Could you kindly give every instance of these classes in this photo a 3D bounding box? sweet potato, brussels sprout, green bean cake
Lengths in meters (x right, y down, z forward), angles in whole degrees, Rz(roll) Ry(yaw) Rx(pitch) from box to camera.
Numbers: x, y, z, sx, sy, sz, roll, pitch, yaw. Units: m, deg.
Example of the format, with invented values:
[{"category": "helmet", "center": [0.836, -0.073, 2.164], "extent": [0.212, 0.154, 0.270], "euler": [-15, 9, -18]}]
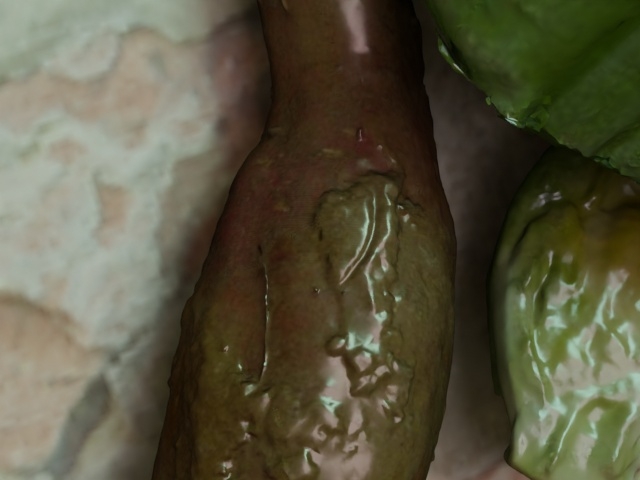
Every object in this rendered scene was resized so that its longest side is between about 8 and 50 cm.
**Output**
[{"category": "sweet potato", "center": [0.000, 0.000, 0.651], "extent": [0.109, 0.109, 0.385], "euler": [9, 86, -23]}, {"category": "brussels sprout", "center": [0.127, 0.025, 0.712], "extent": [0.139, 0.100, 0.181], "euler": [38, 78, -9]}, {"category": "green bean cake", "center": [0.129, -0.112, 0.648], "extent": [0.214, 0.113, 0.200], "euler": [24, 38, -30]}]
